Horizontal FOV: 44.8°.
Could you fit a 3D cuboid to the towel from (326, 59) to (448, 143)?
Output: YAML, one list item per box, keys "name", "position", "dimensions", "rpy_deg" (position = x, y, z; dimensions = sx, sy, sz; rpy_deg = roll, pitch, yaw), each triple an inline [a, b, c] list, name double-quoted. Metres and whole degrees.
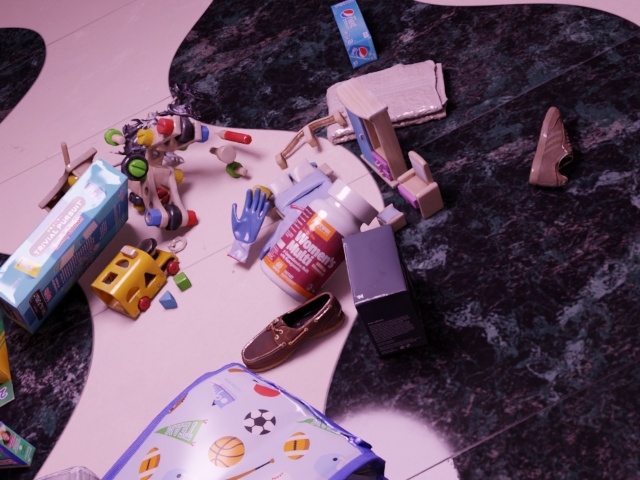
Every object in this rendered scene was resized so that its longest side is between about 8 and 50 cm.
- name: "towel"
  position: [0.146, -0.318, 1.766]
  dimensions: [0.282, 0.049, 0.187]
  rpy_deg: [-13, 45, 14]

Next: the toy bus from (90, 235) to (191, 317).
- name: "toy bus"
  position: [-0.381, 0.058, 1.623]
  dimensions: [0.191, 0.104, 0.202]
  rpy_deg: [-22, 45, 5]

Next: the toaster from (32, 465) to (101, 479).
- name: "toaster"
  position: [-0.426, 0.465, 1.252]
  dimensions: [0.227, 0.129, 0.146]
  rpy_deg: [-23, 42, 6]

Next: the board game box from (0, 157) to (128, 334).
- name: "board game box"
  position: [-0.535, 0.016, 1.622]
  dimensions: [0.079, 0.254, 0.336]
  rpy_deg: [35, 67, 0]

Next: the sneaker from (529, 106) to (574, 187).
- name: "sneaker"
  position: [0.452, -0.174, 1.492]
  dimensions: [0.071, 0.066, 0.188]
  rpy_deg: [14, 61, 14]

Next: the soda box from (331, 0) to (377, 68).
- name: "soda box"
  position: [0.085, -0.530, 1.972]
  dimensions: [0.067, 0.071, 0.210]
  rpy_deg: [-19, 44, 7]

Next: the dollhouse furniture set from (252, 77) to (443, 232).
- name: "dollhouse furniture set"
  position: [0.024, -0.122, 1.534]
  dimensions: [0.303, 0.198, 0.286]
  rpy_deg: [-33, 44, -6]

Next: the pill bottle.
- name: "pill bottle"
  position: [0.000, 0.000, 1.439]
  dimensions: [0.221, 0.121, 0.121]
  rpy_deg: [-50, 46, 4]

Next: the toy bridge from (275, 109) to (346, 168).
- name: "toy bridge"
  position: [-0.023, -0.236, 1.750]
  dimensions: [0.188, 0.026, 0.063]
  rpy_deg: [-35, 38, 15]

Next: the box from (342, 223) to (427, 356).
- name: "box"
  position: [0.110, 0.086, 1.329]
  dimensions: [0.093, 0.158, 0.156]
  rpy_deg: [-18, 45, 9]

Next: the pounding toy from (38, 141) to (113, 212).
- name: "pounding toy"
  position: [-0.606, -0.140, 1.840]
  dimensions: [0.154, 0.155, 0.269]
  rpy_deg: [-48, 9, -29]

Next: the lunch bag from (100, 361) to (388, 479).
- name: "lunch bag"
  position: [-0.127, 0.393, 1.105]
  dimensions: [0.328, 0.239, 0.385]
  rpy_deg: [23, 69, 41]

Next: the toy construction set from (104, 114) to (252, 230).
- name: "toy construction set"
  position: [-0.339, -0.181, 1.770]
  dimensions: [0.309, 0.257, 0.237]
  rpy_deg: [-26, 27, -29]

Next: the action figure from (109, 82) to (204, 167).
- name: "action figure"
  position: [-0.394, -0.256, 1.903]
  dimensions: [0.276, 0.141, 0.164]
  rpy_deg: [-35, 47, 30]

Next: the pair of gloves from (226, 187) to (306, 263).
- name: "pair of gloves"
  position: [-0.109, -0.015, 1.556]
  dimensions: [0.198, 0.023, 0.159]
  rpy_deg: [22, 94, 30]

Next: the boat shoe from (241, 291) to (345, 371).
- name: "boat shoe"
  position: [-0.057, 0.159, 1.402]
  dimensions: [0.207, 0.073, 0.073]
  rpy_deg: [-32, 49, -3]

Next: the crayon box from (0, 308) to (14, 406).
- name: "crayon box"
  position: [-0.774, 0.251, 1.644]
  dimensions: [0.203, 0.083, 0.323]
  rpy_deg: [-31, 45, -4]

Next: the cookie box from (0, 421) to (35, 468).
- name: "cookie box"
  position: [-0.594, 0.378, 1.425]
  dimensions: [0.092, 0.107, 0.040]
  rpy_deg: [-10, 48, 18]
